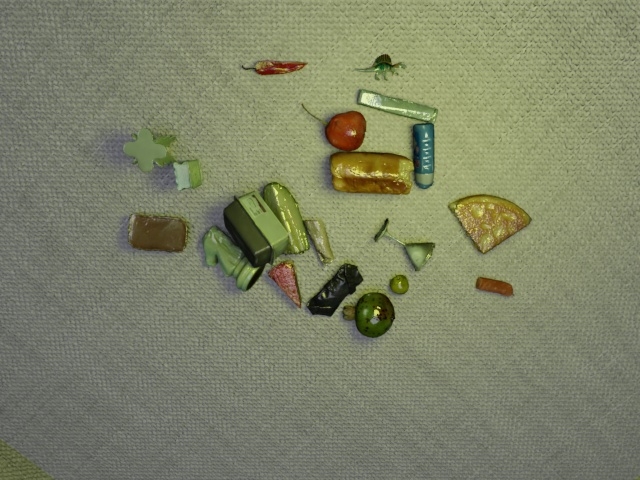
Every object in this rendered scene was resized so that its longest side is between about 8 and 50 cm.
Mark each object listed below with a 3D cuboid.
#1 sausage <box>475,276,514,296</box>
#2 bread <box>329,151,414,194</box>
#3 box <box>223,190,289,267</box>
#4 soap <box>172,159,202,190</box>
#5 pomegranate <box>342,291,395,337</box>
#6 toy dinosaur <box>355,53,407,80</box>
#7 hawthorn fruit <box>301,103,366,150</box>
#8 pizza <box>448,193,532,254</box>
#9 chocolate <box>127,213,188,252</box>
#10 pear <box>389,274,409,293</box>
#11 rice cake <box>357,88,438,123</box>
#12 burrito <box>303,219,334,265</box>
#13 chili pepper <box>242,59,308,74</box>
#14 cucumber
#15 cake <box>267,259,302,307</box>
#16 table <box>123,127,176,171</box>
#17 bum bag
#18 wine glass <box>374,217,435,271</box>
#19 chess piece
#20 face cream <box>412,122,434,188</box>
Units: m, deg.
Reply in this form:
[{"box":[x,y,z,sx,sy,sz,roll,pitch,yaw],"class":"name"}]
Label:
[{"box":[0.789,0.208,1.948,0.169,0.065,0.065,12,103,-3],"class":"sausage"},{"box":[0.206,-0.285,1.770,0.344,0.195,0.149,2,124,0],"class":"bread"},{"box":[-0.265,-0.040,1.777,0.166,0.220,0.290,-33,77,-19],"class":"box"},{"box":[-0.537,-0.269,1.774,0.063,0.198,0.115,-6,104,-1],"class":"soap"},{"box":[0.213,0.327,1.931,0.248,0.202,0.202,3,105,28],"class":"pomegranate"},{"box":[0.247,-0.701,1.748,0.187,0.044,0.106,22,90,8],"class":"toy dinosaur"},{"box":[0.046,-0.463,1.744,0.285,0.165,0.165,19,103,-5],"class":"hawthorn fruit"},{"box":[0.727,-0.114,1.861,0.268,0.087,0.258,-33,97,7],"class":"pizza"},{"box":[-0.699,-0.027,1.894,0.261,0.083,0.161,8,86,-2],"class":"chocolate"},{"box":[0.352,0.201,1.939,0.092,0.092,0.097,-17,120,4],"class":"pear"},{"box":[0.315,-0.544,1.770,0.336,0.063,0.066,14,106,-3],"class":"rice cake"},{"box":[0.000,0.000,1.905,0.087,0.060,0.226,-19,102,6],"class":"burrito"},{"box":[-0.183,-0.694,1.748,0.268,0.059,0.050,-3,142,-2],"class":"chili pepper"},{"box":[-0.152,-0.097,1.864,0.105,0.145,0.325,-29,104,-39],"class":"cucumber"},{"box":[-0.120,0.181,1.937,0.116,0.086,0.220,-41,99,12],"class":"cake"},{"box":[-0.667,-0.366,1.750,0.166,0.198,0.167,0,103,1],"class":"table"},{"box":[0.069,0.232,1.955,0.137,0.074,0.310,35,108,-21],"class":"bum bag"},{"box":[0.355,0.014,1.870,0.232,0.156,0.156,31,102,-2],"class":"wine glass"},{"box":[-0.398,0.079,1.897,0.298,0.176,0.176,35,102,6],"class":"chess piece"},{"box":[0.423,-0.341,1.775,0.083,0.149,0.264,-4,108,5],"class":"face cream"}]
